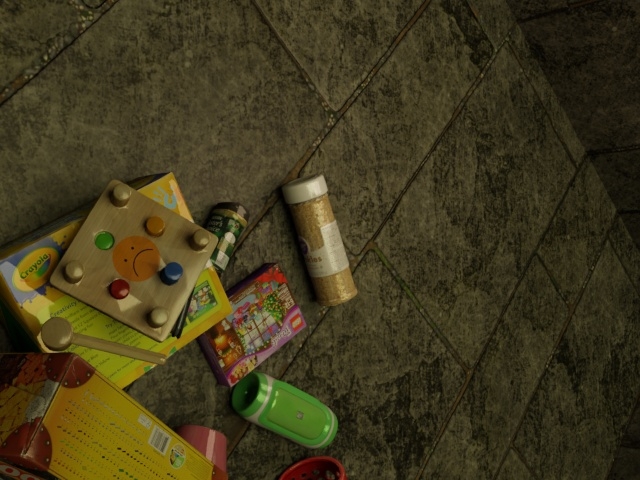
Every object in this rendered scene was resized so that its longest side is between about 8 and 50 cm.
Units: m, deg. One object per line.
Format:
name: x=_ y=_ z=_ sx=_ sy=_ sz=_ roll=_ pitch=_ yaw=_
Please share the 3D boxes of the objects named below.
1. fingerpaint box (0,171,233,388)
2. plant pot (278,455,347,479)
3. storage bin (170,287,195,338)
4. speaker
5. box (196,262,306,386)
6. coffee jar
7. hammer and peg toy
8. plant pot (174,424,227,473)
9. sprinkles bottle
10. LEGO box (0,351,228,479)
fingerpaint box: x=-0.463 y=0.107 z=1.735 sx=0.445 sy=0.163 sz=0.371 roll=-35 pitch=112 yaw=-37
plant pot: x=-0.007 y=0.701 z=2.103 sx=0.191 sy=0.191 sz=0.174 roll=-35 pitch=119 yaw=-37
storage bin: x=-0.329 y=0.134 z=1.694 sx=0.091 sy=0.098 sz=0.135 roll=19 pitch=76 yaw=-12
speaker: x=-0.090 y=0.451 z=2.076 sx=0.296 sy=0.131 sz=0.131 roll=35 pitch=66 yaw=-35
box: x=-0.184 y=0.214 z=2.047 sx=0.293 sy=0.057 sz=0.201 roll=-37 pitch=112 yaw=-36
coffee jar: x=-0.251 y=-0.011 z=1.974 sx=0.079 sy=0.096 sz=0.184 roll=41 pitch=62 yaw=-36
hammer and peg toy: x=-0.385 y=0.088 z=1.563 sx=0.266 sy=0.127 sz=0.361 roll=29 pitch=67 yaw=-12
plant pot: x=-0.302 y=0.542 z=1.854 sx=0.201 sy=0.201 sz=0.180 roll=35 pitch=50 yaw=-35
sprinkles bottle: x=0.000 y=0.000 z=2.177 sx=0.121 sy=0.121 sz=0.355 roll=-27 pitch=106 yaw=-39
LEGO box: x=-0.475 y=0.418 z=1.490 sx=0.500 sy=0.372 sz=0.193 roll=54 pitch=42 yaw=-41
